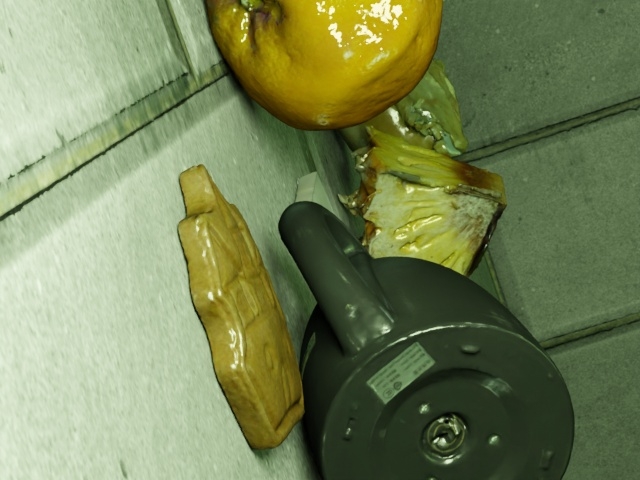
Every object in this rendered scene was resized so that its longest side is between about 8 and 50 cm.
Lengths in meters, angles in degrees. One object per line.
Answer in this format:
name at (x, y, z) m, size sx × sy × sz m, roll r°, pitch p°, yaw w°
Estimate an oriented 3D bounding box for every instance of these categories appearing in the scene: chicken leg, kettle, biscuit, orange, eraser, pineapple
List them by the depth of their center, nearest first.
biscuit at (-0.059, 0.044, 1.303) m, size 0.182 × 0.034 × 0.215 m, roll -36°, pitch 108°, yaw -80°
kettle at (0.060, 0.086, 1.459) m, size 0.268 × 0.207 × 0.290 m, roll 53°, pitch 5°, yaw -24°
orange at (-0.013, -0.219, 1.603) m, size 0.249 × 0.183 × 0.249 m, roll 12°, pitch -76°, yaw 55°
eraser at (0.000, 0.000, 1.742) m, size 0.150 × 0.023 × 0.104 m, roll -82°, pitch 153°, yaw -69°
pineapple at (0.127, -0.030, 2.014) m, size 0.236 × 0.186 × 0.114 m, roll 59°, pitch 14°, yaw -31°
chicken leg at (0.041, -0.267, 2.117) m, size 0.429 × 0.152 × 0.201 m, roll 64°, pitch 12°, yaw 0°

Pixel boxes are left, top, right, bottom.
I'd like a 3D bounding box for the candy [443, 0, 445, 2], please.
candy at (-0.006, -0.400, 1.786) m, size 0.386 × 0.186 × 0.427 m, roll 11°, pitch -46°, yaw 57°
